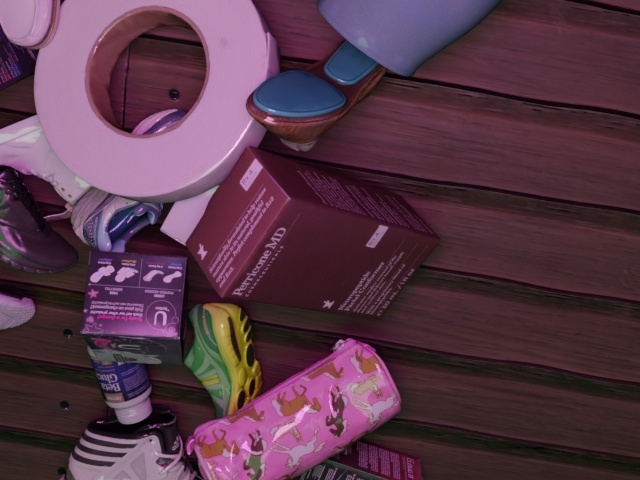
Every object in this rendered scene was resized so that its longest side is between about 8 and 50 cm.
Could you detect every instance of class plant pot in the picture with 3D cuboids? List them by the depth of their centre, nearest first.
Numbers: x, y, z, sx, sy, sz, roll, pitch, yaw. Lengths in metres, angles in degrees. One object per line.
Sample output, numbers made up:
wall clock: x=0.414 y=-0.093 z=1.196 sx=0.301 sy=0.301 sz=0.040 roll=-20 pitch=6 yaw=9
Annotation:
plant pot: x=0.135 y=-0.390 z=1.188 sx=0.271 sy=0.272 sz=0.255 roll=35 pitch=112 yaw=-11

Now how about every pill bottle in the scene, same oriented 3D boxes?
pill bottle: x=-0.377 y=0.261 z=1.573 sx=0.094 sy=0.094 sz=0.170 roll=-9 pitch=111 yaw=7

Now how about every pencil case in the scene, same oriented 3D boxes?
pencil case: x=-0.047 y=0.329 z=1.489 sx=0.386 sy=0.167 sz=0.160 roll=-30 pitch=148 yaw=-7

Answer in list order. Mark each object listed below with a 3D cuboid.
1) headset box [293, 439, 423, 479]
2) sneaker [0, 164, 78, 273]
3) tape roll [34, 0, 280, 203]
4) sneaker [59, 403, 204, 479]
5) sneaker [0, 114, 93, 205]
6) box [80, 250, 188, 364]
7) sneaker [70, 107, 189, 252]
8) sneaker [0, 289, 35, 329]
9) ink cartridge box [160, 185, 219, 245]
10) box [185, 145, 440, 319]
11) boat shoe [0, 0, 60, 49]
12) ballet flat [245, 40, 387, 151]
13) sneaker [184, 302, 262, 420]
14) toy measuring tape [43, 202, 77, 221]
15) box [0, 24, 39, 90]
headset box: x=0.057 y=0.513 z=1.642 sx=0.293 sy=0.110 sz=0.218 roll=19 pitch=112 yaw=-5
sneaker: x=-0.518 y=-0.050 z=1.362 sx=0.286 sy=0.109 sz=0.130 roll=36 pitch=103 yaw=-24
tape roll: x=-0.253 y=-0.252 z=1.273 sx=0.391 sy=0.072 sz=0.392 roll=-2 pitch=82 yaw=14
sneaker: x=-0.282 y=0.487 z=1.619 sx=0.447 sy=0.169 sz=0.258 roll=23 pitch=113 yaw=-4
sneaker: x=-0.487 y=-0.125 z=1.416 sx=0.292 sy=0.108 sz=0.169 roll=-18 pitch=107 yaw=9
box: x=-0.311 y=0.124 z=1.407 sx=0.163 sy=0.247 sz=0.142 roll=4 pitch=70 yaw=-8
sneaker: x=-0.289 y=-0.088 z=1.377 sx=0.283 sy=0.122 sz=0.110 roll=-53 pitch=139 yaw=4
sneaker: x=-0.660 y=0.075 z=1.511 sx=0.268 sy=0.153 sz=0.101 roll=11 pitch=136 yaw=-39
ink cartridge box: x=-0.169 y=-0.065 z=1.384 sx=0.127 sy=0.176 sz=0.128 roll=29 pitch=110 yaw=-9
box: x=0.000 y=0.000 z=1.312 sx=0.381 sy=0.143 sz=0.191 roll=13 pitch=120 yaw=-45
boat shoe: x=-0.473 y=-0.445 z=1.244 sx=0.113 sy=0.103 sz=0.303 roll=-6 pitch=94 yaw=14
ballet flat: x=-0.005 y=-0.209 z=1.253 sx=0.116 sy=0.342 sz=0.124 roll=32 pitch=132 yaw=10
sneaker: x=-0.187 y=0.239 z=1.564 sx=0.123 sy=0.109 sz=0.296 roll=14 pitch=121 yaw=29
toy measuring tape: x=-0.600 y=-0.060 z=1.464 sx=0.329 sy=0.121 sz=0.122 roll=-14 pitch=112 yaw=-9
box: x=-0.569 y=-0.278 z=1.270 sx=0.165 sy=0.270 sz=0.143 roll=-20 pitch=110 yaw=11
